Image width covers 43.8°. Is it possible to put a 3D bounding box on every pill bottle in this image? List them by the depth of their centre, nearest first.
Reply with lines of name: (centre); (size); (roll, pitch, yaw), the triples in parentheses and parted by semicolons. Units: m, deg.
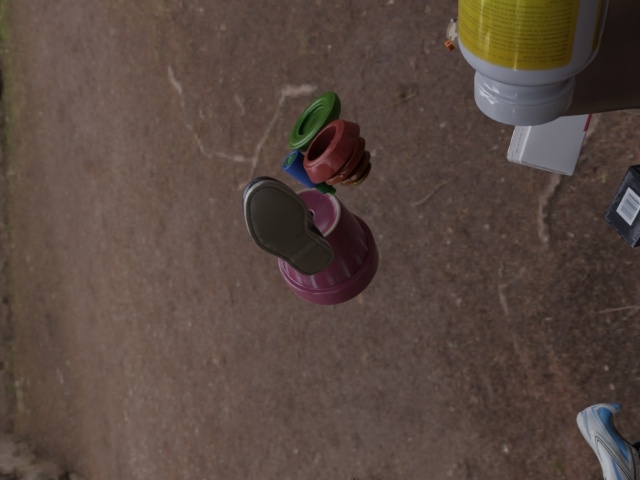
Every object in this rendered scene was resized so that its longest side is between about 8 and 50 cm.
pill bottle: (0.147, -0.173, 0.547); (0.184, 0.103, 0.103); (82, 161, -46)

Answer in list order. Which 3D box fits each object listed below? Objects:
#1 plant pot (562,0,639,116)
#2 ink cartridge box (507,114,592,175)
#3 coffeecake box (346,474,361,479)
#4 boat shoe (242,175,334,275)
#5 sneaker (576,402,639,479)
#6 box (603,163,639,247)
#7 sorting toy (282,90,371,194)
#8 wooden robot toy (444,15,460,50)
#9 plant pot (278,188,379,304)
plant pot: (0.359, -0.270, 1.044); (0.263, 0.229, 0.263); (52, 155, 37)
ink cartridge box: (0.501, -0.257, 1.734); (0.283, 0.117, 0.207); (-41, -33, -79)
coffeecake box: (0.058, 0.412, 1.054); (0.142, 0.185, 0.068); (27, 111, 16)
boat shoe: (-0.047, -0.025, 0.963); (0.065, 0.075, 0.206); (56, -176, 34)
sneaker: (0.499, 0.379, 1.291); (0.086, 0.085, 0.237); (-26, 73, 20)
box: (0.756, -0.088, 1.746); (0.153, 0.207, 0.108); (100, 150, -42)
sorting toy: (0.008, -0.061, 0.558); (0.061, 0.042, 0.102); (-47, 25, 16)
wooden robot toy: (0.160, -0.223, 0.820); (0.079, 0.173, 0.076); (-42, 39, 8)
plant pot: (0.000, 0.000, 1.551); (0.201, 0.201, 0.180); (62, 179, 35)
